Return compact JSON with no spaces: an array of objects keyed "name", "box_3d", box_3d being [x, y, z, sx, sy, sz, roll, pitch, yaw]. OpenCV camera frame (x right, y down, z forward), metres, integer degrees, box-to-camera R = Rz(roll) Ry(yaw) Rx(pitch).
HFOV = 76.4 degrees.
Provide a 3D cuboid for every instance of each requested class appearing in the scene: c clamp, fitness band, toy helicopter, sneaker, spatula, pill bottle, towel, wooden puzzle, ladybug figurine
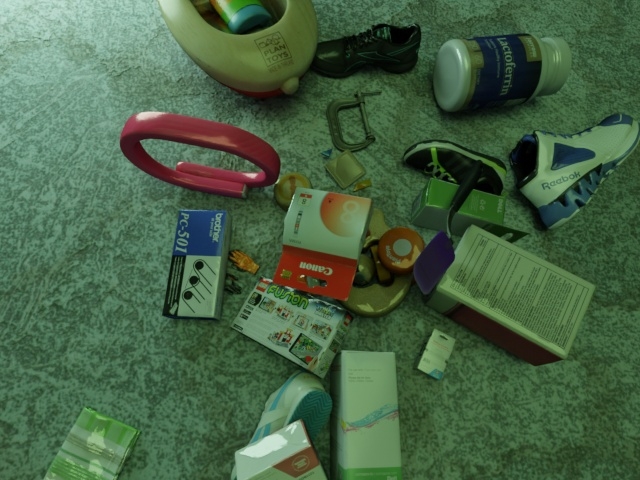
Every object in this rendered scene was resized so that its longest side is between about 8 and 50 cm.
[{"name":"c clamp","box_3d":[0.084,-0.276,0.926,0.137,0.022,0.161,-4,73,-5]},{"name":"fitness band","box_3d":[-0.220,-0.152,0.762,0.291,0.209,0.054,9,73,-1]},{"name":"toy helicopter","box_3d":[0.018,0.005,0.796,0.235,0.140,0.355,-40,69,-6]},{"name":"sneaker","box_3d":[0.291,-0.143,0.869,0.234,0.084,0.097,13,73,-1]},{"name":"spatula","box_3d":[0.239,-0.041,0.730,0.030,0.084,0.296,5,53,42]},{"name":"sneaker","box_3d":[0.532,-0.192,0.883,0.182,0.127,0.315,43,75,7]},{"name":"pill bottle","box_3d":[0.406,-0.381,0.921,0.264,0.153,0.153,-9,73,-8]},{"name":"sneaker","box_3d":[-0.070,0.325,0.688,0.087,0.092,0.229,37,91,-25]},{"name":"sneaker","box_3d":[0.104,-0.454,0.945,0.267,0.106,0.101,-7,74,-6]},{"name":"towel","box_3d":[-0.386,0.372,0.675,0.113,0.023,0.152,22,71,2]},{"name":"wooden puzzle","box_3d":[0.055,-0.154,0.886,0.078,0.014,0.116,-30,86,-16]},{"name":"ladybug figurine","box_3d":[-0.178,-0.481,0.898,0.305,0.162,0.449,-26,76,-13]}]

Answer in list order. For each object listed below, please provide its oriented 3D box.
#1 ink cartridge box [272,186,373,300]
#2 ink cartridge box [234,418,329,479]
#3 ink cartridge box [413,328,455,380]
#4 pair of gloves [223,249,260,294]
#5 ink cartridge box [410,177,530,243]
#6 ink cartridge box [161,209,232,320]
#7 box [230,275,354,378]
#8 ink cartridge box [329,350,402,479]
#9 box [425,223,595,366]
[{"name":"ink cartridge box","box_3d":[0.000,0.000,0.707,0.145,0.045,0.179,11,68,18]},{"name":"ink cartridge box","box_3d":[-0.040,0.393,0.627,0.115,0.067,0.198,-24,109,-10]},{"name":"ink cartridge box","box_3d":[0.217,0.216,0.774,0.048,0.028,0.083,28,72,4]},{"name":"pair of gloves","box_3d":[-0.169,0.061,0.802,0.074,0.010,0.083,35,73,6]},{"name":"ink cartridge box","box_3d":[0.301,-0.052,0.827,0.209,0.109,0.062,15,72,0]},{"name":"ink cartridge box","box_3d":[-0.232,0.045,0.777,0.097,0.046,0.207,1,72,4]},{"name":"box","box_3d":[-0.055,0.144,0.713,0.207,0.036,0.114,17,68,38]},{"name":"ink cartridge box","box_3d":[0.068,0.293,0.670,0.093,0.154,0.212,0,72,-6]},{"name":"box","box_3d":[0.338,0.103,0.752,0.232,0.127,0.149,30,73,15]}]
